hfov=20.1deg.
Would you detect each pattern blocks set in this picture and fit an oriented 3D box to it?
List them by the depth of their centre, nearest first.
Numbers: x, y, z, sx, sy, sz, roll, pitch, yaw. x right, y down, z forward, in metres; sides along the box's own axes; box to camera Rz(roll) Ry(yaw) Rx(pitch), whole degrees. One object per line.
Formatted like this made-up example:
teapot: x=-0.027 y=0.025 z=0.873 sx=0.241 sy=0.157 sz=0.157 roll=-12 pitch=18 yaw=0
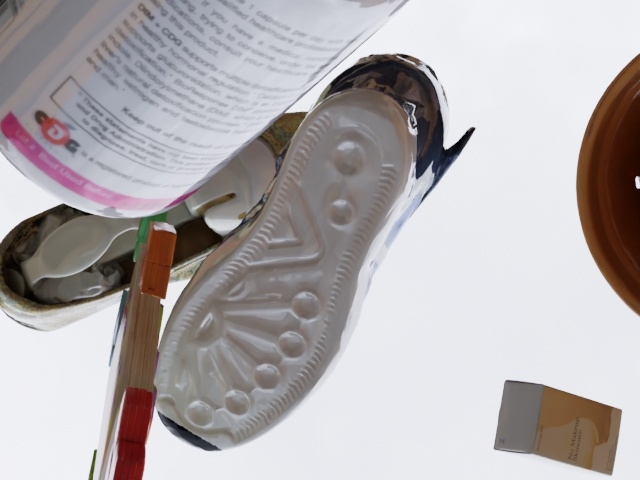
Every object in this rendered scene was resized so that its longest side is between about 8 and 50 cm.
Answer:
pattern blocks set: x=-0.132 y=0.110 z=1.245 sx=0.026 sy=0.285 sz=0.325 roll=11 pitch=-134 yaw=-9

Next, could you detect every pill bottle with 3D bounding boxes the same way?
pill bottle: x=-0.046 y=-0.145 z=0.902 sx=0.160 sy=0.283 sz=0.160 roll=25 pitch=-134 yaw=-29

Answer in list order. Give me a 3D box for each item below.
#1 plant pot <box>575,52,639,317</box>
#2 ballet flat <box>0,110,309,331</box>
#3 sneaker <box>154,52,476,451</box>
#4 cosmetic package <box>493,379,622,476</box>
plant pot: x=0.383 y=-0.058 z=1.614 sx=0.290 sy=0.291 sz=0.203 roll=10 pitch=-170 yaw=13
ballet flat: x=-0.135 y=-0.021 z=1.583 sx=0.348 sy=0.123 sz=0.123 roll=-24 pitch=-133 yaw=3
sneaker: x=0.000 y=-0.001 z=1.418 sx=0.130 sy=0.323 sz=0.236 roll=31 pitch=-160 yaw=4
cosmetic package: x=0.193 y=0.153 z=1.458 sx=0.041 sy=0.115 sz=0.060 roll=2 pitch=-102 yaw=44
